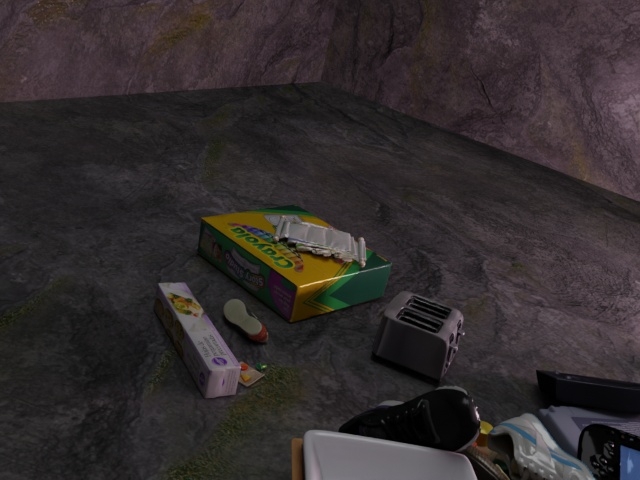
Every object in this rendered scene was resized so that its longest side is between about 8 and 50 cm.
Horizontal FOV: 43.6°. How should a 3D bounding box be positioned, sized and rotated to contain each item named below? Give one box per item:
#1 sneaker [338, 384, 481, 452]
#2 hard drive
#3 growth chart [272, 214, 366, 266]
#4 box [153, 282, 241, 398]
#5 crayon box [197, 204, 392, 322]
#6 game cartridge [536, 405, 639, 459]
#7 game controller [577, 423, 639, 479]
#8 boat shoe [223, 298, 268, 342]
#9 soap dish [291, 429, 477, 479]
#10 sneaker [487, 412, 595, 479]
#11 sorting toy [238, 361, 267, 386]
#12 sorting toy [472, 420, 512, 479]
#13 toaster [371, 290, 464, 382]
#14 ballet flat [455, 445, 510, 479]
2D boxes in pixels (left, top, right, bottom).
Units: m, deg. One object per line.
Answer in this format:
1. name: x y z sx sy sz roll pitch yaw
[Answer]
1. sneaker: 0.135 0.311 1.294 0.124 0.107 0.283 -11 -12 -34
2. hard drive: 0.588 0.313 1.652 0.254 0.054 0.172 8 -3 0
3. growth chart: 0.000 0.000 1.906 0.237 0.021 0.172 15 24 5
4. box: -0.245 0.183 1.551 0.063 0.067 0.324 -1 27 -30
5. crayon box: -0.067 0.040 1.939 0.313 0.106 0.363 -10 32 -44
6. game cartridge: 0.585 0.399 1.534 0.294 0.060 0.196 7 20 -15
7. game controller: 0.595 0.429 1.381 0.319 0.067 0.166 19 56 3
8. boat shoe: -0.156 0.168 1.672 0.137 0.049 0.043 33 -13 45
9. soap dish: 0.095 0.398 1.167 0.290 0.118 0.229 10 22 -7
10. sneaker: 0.369 0.383 1.321 0.092 0.087 0.228 -13 31 -23
11. sorting toy: -0.138 0.247 1.529 0.062 0.012 0.083 23 24 23
12. sorting toy: 0.304 0.380 1.422 0.347 0.047 0.196 24 24 25
13. toaster: 0.205 0.201 1.711 0.185 0.110 0.168 20 22 16
14. ballet flat: 0.231 0.348 1.343 0.058 0.084 0.250 -27 34 -27
